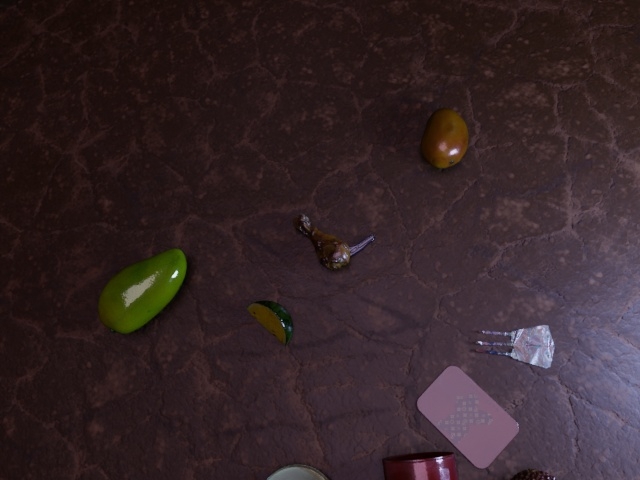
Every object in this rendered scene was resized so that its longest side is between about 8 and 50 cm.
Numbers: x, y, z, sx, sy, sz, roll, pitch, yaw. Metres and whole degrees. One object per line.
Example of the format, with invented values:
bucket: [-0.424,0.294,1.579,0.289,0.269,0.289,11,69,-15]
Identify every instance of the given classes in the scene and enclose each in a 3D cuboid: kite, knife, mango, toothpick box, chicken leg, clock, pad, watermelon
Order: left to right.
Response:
mango: [-0.584,0.156,1.789,0.343,0.156,0.192,-42,80,-9]
watermelon: [-0.155,0.245,1.733,0.181,0.075,0.092,43,87,17]
clock: [-0.064,0.754,1.529,0.235,0.029,0.235,7,48,-8]
chicken leg: [0.001,0.001,1.781,0.251,0.087,0.107,45,103,26]
knife: [0.130,0.017,1.789,0.121,0.018,0.031,-35,73,-4]
toothpick box: [0.284,0.751,1.443,0.204,0.204,0.333,-9,72,6]
mango: [0.416,-0.342,1.799,0.151,0.120,0.221,15,68,14]
pad: [0.431,0.517,1.595,0.181,0.004,0.267,-45,72,-6]
kite: [0.584,0.308,1.631,0.229,0.016,0.127,6,71,8]

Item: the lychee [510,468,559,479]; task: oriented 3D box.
lychee: [0.576,0.700,1.430,0.188,0.188,0.188,-3,73,8]
